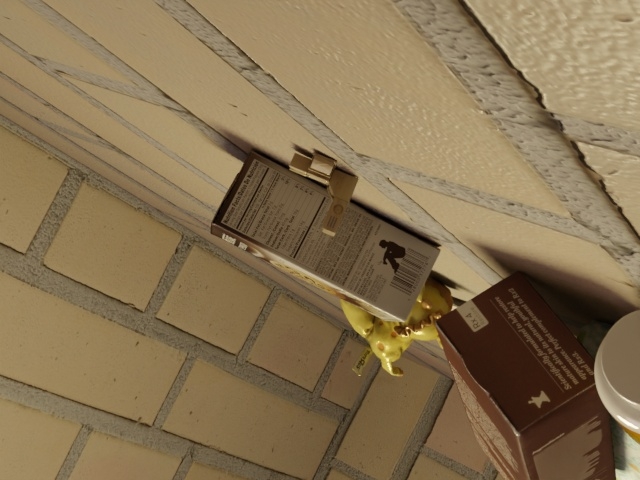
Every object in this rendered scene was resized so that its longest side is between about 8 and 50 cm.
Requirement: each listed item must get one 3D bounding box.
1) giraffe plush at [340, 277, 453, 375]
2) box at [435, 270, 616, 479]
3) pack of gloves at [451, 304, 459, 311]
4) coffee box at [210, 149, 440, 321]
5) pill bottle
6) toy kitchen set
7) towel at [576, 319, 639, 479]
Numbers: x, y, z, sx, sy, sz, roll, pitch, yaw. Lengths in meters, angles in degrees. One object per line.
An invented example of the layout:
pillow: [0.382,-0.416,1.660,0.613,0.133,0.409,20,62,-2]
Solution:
giraffe plush: [0.146,0.118,1.732,0.181,0.210,0.170,34,142,-25]
box: [0.286,0.229,1.408,0.191,0.143,0.381,56,176,36]
pack of gloves: [0.325,0.159,1.844,0.195,0.046,0.232,45,161,-32]
coffee box: [0.000,0.000,1.479,0.297,0.118,0.168,27,174,-3]
pill bottle: [0.373,0.152,1.127,0.136,0.136,0.246,23,172,28]
toy kitchen set: [-0.005,-0.059,1.244,0.083,0.075,0.068,23,172,0]
towel: [0.501,0.290,1.376,0.321,0.090,0.374,26,154,39]
